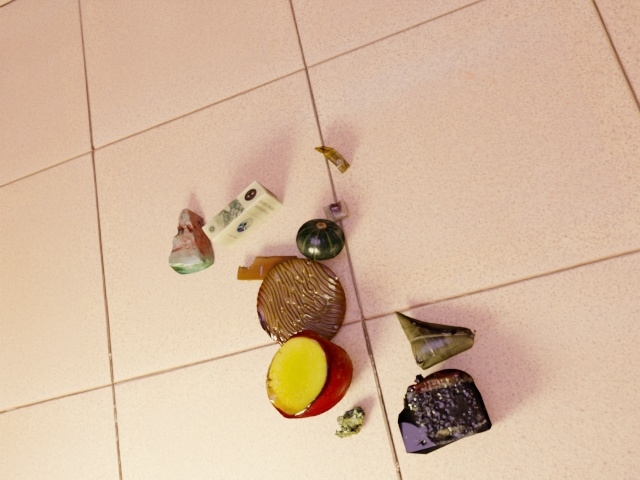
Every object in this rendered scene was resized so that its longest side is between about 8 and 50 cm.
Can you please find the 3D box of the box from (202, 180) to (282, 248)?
[{"bbox_3d":[-0.277,-0.088,1.944,0.256,0.164,0.069,-41,70,6],"label":"box"}]

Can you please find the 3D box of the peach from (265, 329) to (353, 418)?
[{"bbox_3d":[-0.031,0.434,1.697,0.274,0.245,0.249,-55,27,-4],"label":"peach"}]

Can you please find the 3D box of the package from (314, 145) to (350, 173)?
[{"bbox_3d":[0.045,-0.299,1.936,0.047,0.071,0.131,-48,66,9],"label":"package"}]

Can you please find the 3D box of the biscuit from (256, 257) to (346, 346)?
[{"bbox_3d":[-0.067,0.216,1.837,0.318,0.040,0.317,-1,87,13],"label":"biscuit"}]

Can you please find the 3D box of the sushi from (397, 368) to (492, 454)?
[{"bbox_3d":[0.347,0.481,1.566,0.227,0.215,0.212,-22,71,14],"label":"sushi"}]

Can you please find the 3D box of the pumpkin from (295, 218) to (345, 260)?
[{"bbox_3d":[0.000,-0.002,1.840,0.167,0.167,0.125,19,114,22],"label":"pumpkin"}]

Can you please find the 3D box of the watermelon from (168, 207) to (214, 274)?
[{"bbox_3d":[-0.488,-0.004,2.049,0.154,0.094,0.240,-10,71,9],"label":"watermelon"}]

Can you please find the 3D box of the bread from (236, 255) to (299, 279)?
[{"bbox_3d":[-0.186,0.100,1.930,0.226,0.049,0.087,-1,79,19],"label":"bread"}]

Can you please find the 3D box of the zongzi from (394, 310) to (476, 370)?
[{"bbox_3d":[0.360,0.270,1.685,0.205,0.094,0.204,-27,61,7],"label":"zongzi"}]

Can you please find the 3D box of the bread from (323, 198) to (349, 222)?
[{"bbox_3d":[0.055,-0.100,1.904,0.084,0.035,0.070,-19,73,11],"label":"bread"}]

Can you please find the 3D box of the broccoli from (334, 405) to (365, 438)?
[{"bbox_3d":[0.092,0.569,1.702,0.097,0.092,0.095,-18,58,33],"label":"broccoli"}]
